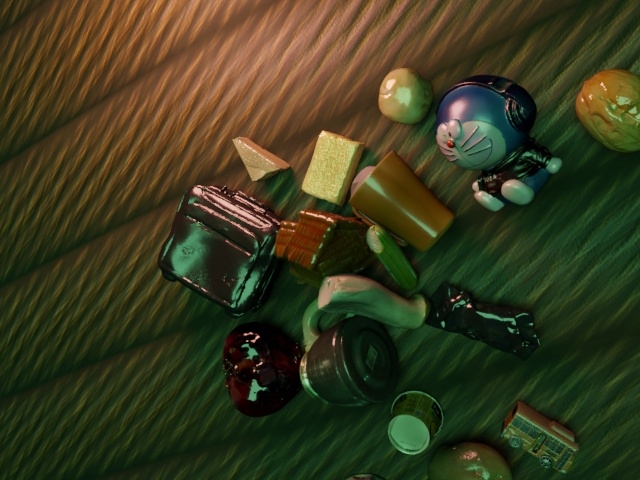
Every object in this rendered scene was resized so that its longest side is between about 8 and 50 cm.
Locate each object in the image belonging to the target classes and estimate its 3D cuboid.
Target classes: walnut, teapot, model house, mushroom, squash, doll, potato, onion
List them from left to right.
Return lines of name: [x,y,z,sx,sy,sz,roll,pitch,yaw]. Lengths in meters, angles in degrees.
onion: [-0.178,0.373,1.632,0.281,0.221,0.280,0,77,-1]
model house: [0.000,0.001,1.492,0.199,0.220,0.229,32,152,43]
teapot: [0.041,0.311,1.532,0.239,0.239,0.321,-26,93,35]
mushroom: [0.145,0.164,1.440,0.329,0.159,0.122,17,101,-23]
squash: [0.193,0.048,1.475,0.069,0.069,0.239,-25,121,22]
mushroom: [0.220,-0.372,1.438,0.148,0.112,0.147,3,100,19]
potato: [0.398,0.629,1.480,0.235,0.160,0.177,-1,72,35]
doll: [0.408,-0.246,1.325,0.310,0.284,0.240,48,65,-6]
walnut: [0.680,-0.294,1.255,0.207,0.159,0.159,44,109,9]

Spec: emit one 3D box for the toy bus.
toy bus: [0.571,0.507,1.430,0.182,0.091,0.103,31,107,16]

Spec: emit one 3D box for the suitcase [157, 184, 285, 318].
suitcase: [-0.277,0.017,1.650,0.345,0.188,0.339,28,100,17]

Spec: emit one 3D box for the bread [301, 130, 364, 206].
bread: [0.033,-0.203,1.553,0.126,0.068,0.188,23,105,16]

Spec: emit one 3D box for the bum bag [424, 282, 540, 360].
bum bag: [0.420,0.208,1.455,0.310,0.074,0.137,18,115,23]

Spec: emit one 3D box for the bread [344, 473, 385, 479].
bread: [0.147,0.809,1.657,0.229,0.033,0.228,2,96,20]

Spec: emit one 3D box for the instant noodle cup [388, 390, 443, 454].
instant noodle cup: [0.254,0.506,1.531,0.152,0.122,0.151,3,98,23]

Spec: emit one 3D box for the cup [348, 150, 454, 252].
cup: [0.202,-0.087,1.467,0.264,0.182,0.226,41,142,4]

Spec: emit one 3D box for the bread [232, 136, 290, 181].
bread: [-0.172,-0.253,1.617,0.105,0.077,0.152,-26,90,25]
